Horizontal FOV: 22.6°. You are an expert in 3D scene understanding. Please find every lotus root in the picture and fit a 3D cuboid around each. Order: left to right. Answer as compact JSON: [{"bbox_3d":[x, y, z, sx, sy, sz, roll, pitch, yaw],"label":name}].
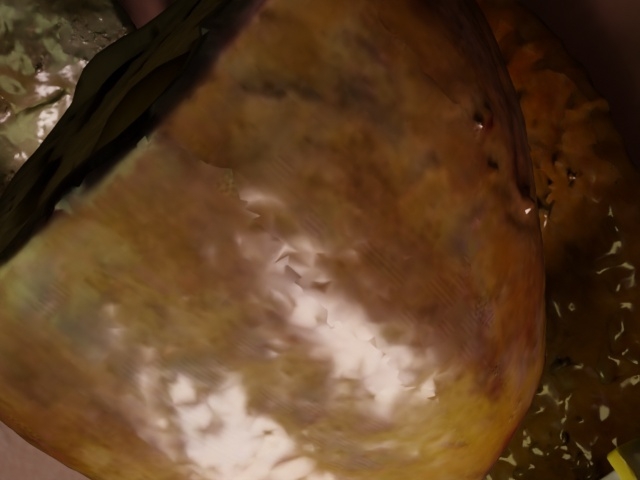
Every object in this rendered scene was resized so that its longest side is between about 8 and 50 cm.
[{"bbox_3d":[0.000,0.000,0.517,0.180,0.188,0.199,42,114,-12],"label":"lotus root"}]

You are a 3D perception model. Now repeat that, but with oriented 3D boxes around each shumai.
[{"bbox_3d":[-0.159,-0.025,0.694,0.161,0.153,0.209,37,139,-11],"label":"shumai"}]

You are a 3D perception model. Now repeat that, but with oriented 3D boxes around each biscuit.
[{"bbox_3d":[0.024,0.005,0.629,0.254,0.035,0.254,20,120,38],"label":"biscuit"}]

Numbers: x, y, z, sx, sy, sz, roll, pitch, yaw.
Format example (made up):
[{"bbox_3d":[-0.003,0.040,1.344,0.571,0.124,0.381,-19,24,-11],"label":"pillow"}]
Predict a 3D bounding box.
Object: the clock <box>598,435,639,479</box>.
[{"bbox_3d":[0.144,0.170,0.514,0.255,0.106,0.219,-44,69,38],"label":"clock"}]
